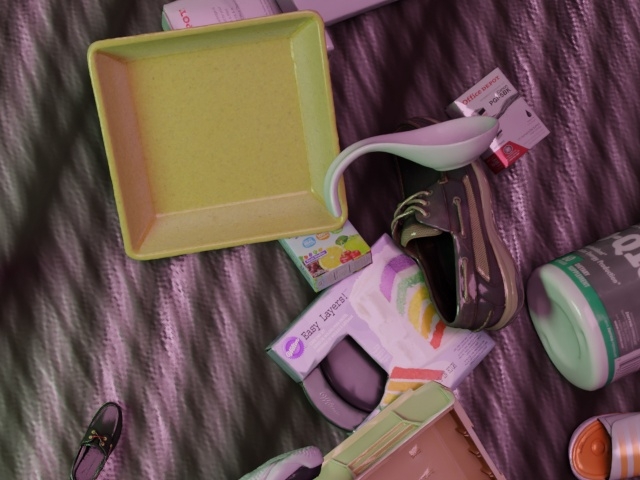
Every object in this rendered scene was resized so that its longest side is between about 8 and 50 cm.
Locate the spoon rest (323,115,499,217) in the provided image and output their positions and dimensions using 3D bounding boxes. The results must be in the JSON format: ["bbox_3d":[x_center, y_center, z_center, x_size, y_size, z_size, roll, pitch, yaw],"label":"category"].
[{"bbox_3d":[0.128,-0.126,1.832,0.276,0.137,0.084,-25,110,-7],"label":"spoon rest"}]

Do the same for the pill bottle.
[{"bbox_3d":[0.515,0.069,1.933,0.361,0.204,0.204,-22,85,-13],"label":"pill bottle"}]

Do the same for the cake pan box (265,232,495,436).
[{"bbox_3d":[0.087,0.164,1.913,0.267,0.070,0.246,-43,88,-14],"label":"cake pan box"}]

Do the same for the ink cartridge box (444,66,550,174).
[{"bbox_3d":[0.278,-0.189,2.010,0.099,0.056,0.135,-39,89,-13],"label":"ink cartridge box"}]

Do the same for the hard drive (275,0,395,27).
[{"bbox_3d":[0.035,-0.446,1.960,0.307,0.040,0.203,-27,86,-36],"label":"hard drive"}]

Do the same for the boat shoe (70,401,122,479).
[{"bbox_3d":[-0.320,0.295,1.833,0.049,0.042,0.133,24,76,-3],"label":"boat shoe"}]

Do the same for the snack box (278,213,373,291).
[{"bbox_3d":[0.000,0.000,1.905,0.100,0.037,0.141,-26,52,-14],"label":"snack box"}]

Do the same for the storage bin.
[{"bbox_3d":[0.144,0.380,1.815,0.260,0.123,0.262,-37,109,-13],"label":"storage bin"}]

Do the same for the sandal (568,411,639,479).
[{"bbox_3d":[0.511,0.305,1.957,0.265,0.076,0.102,-10,82,-11],"label":"sandal"}]

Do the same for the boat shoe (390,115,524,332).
[{"bbox_3d":[0.181,-0.029,1.892,0.130,0.132,0.355,-8,65,-36],"label":"boat shoe"}]

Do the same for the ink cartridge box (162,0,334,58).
[{"bbox_3d":[-0.114,-0.312,1.943,0.219,0.092,0.160,-23,85,-12],"label":"ink cartridge box"}]

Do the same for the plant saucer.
[{"bbox_3d":[-0.144,-0.158,1.852,0.333,0.081,0.332,-9,112,-3],"label":"plant saucer"}]

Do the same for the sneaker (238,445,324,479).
[{"bbox_3d":[-0.082,0.385,1.612,0.268,0.101,0.153,-35,88,-9],"label":"sneaker"}]
